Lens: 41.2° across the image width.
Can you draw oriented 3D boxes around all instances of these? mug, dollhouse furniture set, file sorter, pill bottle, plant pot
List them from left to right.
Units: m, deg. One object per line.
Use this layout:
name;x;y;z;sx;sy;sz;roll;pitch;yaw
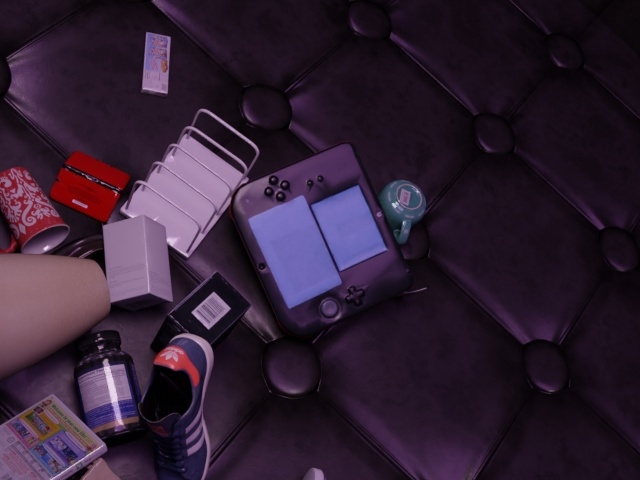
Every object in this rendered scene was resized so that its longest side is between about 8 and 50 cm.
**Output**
mug;-0.646;-0.059;1.827;0.150;0.113;0.169;-26;74;-33
plant pot;-0.567;0.127;1.678;0.274;0.256;0.257;-15;72;-35
dollhouse furniture set;-0.442;0.520;1.639;0.129;0.129;0.184;-48;119;-33
pill bottle;-0.431;0.300;1.730;0.122;0.123;0.219;-8;68;-26
file sorter;-0.294;-0.140;1.978;0.192;0.173;0.278;36;57;-4
mug;0.217;-0.081;2.209;0.129;0.097;0.158;-26;77;-31

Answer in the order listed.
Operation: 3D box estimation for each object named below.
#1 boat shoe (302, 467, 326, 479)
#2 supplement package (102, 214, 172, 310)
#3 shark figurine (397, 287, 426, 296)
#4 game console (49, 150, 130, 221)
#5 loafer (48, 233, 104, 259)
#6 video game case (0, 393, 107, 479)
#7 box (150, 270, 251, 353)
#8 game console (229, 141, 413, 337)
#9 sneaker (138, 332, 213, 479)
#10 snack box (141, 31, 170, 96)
boat shoe;-0.003;0.615;1.775;0.088;0.096;0.268;14;62;-21
supplement package;-0.397;0.050;1.849;0.105;0.105;0.179;-14;71;17
shark figurine;0.118;0.052;2.095;0.166;0.116;0.278;-32;79;-31
game console;-0.531;-0.125;1.964;0.144;0.085;0.124;25;89;-9
loafer;-0.553;0.057;1.837;0.220;0.080;0.078;-31;103;-22
video game case;-0.542;0.397;1.619;0.193;0.023;0.212;-32;40;-32
box;-0.258;0.183;1.812;0.108;0.207;0.153;44;56;2
game console;0.000;0.000;1.997;0.342;0.060;0.387;-24;91;-8
sneaker;-0.294;0.362;1.657;0.131;0.350;0.148;7;14;18
snack box;-0.418;-0.449;2.167;0.064;0.022;0.178;7;63;-19
